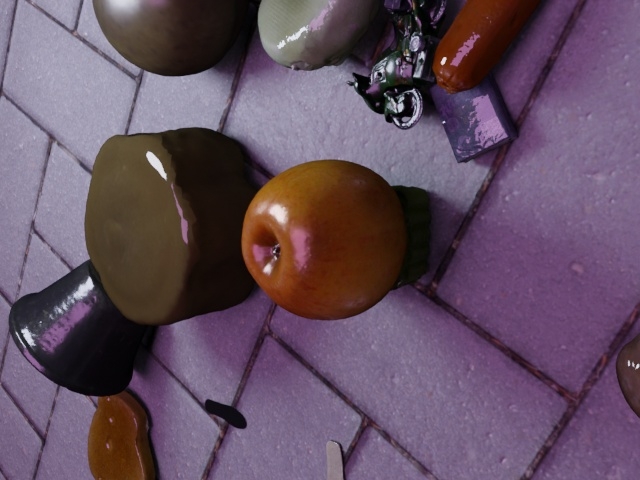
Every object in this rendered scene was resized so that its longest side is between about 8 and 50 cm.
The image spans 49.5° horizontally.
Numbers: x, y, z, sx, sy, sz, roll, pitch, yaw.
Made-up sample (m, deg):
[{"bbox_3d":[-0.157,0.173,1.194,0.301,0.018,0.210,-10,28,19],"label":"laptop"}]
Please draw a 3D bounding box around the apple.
[{"bbox_3d":[0.000,0.000,1.215,0.299,0.275,0.298,9,105,40],"label":"apple"}]

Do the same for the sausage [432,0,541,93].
[{"bbox_3d":[0.303,-0.398,1.143,0.097,0.094,0.348,42,108,25],"label":"sausage"}]

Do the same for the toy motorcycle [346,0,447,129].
[{"bbox_3d":[0.147,-0.348,1.284,0.187,0.125,0.274,25,105,48],"label":"toy motorcycle"}]

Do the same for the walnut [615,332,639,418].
[{"bbox_3d":[0.528,0.213,1.051,0.140,0.140,0.162,-29,89,38],"label":"walnut"}]

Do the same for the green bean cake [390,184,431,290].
[{"bbox_3d":[0.107,-0.012,1.370,0.214,0.113,0.200,9,99,37],"label":"green bean cake"}]

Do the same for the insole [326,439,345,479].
[{"bbox_3d":[0.035,0.547,1.573,0.063,0.010,0.191,1,97,39],"label":"insole"}]

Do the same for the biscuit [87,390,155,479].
[{"bbox_3d":[-0.579,0.610,2.045,0.287,0.057,0.343,28,113,33],"label":"biscuit"}]

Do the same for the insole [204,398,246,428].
[{"bbox_3d":[-0.245,0.445,1.788,0.153,0.002,0.053,10,103,37],"label":"insole"}]

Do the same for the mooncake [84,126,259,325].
[{"bbox_3d":[-0.348,-0.036,1.641,0.467,0.262,0.466,9,104,39],"label":"mooncake"}]

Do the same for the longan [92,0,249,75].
[{"bbox_3d":[-0.322,-0.535,1.525,0.361,0.361,0.360,6,100,38],"label":"longan"}]

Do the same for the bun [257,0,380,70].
[{"bbox_3d":[0.016,-0.446,1.348,0.283,0.179,0.283,-24,57,42],"label":"bun"}]

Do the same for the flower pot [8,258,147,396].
[{"bbox_3d":[-0.612,0.205,1.876,0.251,0.379,0.379,-46,67,15],"label":"flower pot"}]

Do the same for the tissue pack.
[{"bbox_3d":[0.272,-0.231,1.246,0.112,0.051,0.156,-26,80,35],"label":"tissue pack"}]
